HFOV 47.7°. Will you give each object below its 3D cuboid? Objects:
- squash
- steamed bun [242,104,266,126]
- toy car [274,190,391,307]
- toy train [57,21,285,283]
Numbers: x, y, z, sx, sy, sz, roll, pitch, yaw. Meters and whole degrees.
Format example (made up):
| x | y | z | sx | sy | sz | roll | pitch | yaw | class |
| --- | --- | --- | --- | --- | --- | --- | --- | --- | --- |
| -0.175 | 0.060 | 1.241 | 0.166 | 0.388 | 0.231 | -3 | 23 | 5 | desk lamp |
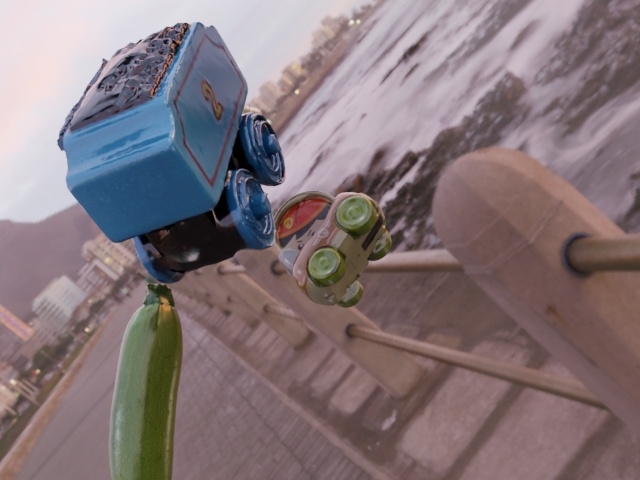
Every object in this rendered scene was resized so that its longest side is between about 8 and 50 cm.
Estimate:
| x | y | z | sx | sy | sz | roll | pitch | yaw | class |
| --- | --- | --- | --- | --- | --- | --- | --- | --- | --- |
| -0.282 | 0.267 | 1.166 | 0.107 | 0.107 | 0.395 | 164 | 110 | -73 | squash |
| -0.206 | -0.266 | 1.715 | 0.106 | 0.177 | 0.192 | -56 | -19 | -26 | steamed bun |
| 0.000 | 0.000 | 1.401 | 0.235 | 0.235 | 0.145 | -50 | -33 | -9 | toy car |
| -0.173 | -0.117 | 0.911 | 0.188 | 0.265 | 0.300 | -19 | 36 | 18 | toy train |
